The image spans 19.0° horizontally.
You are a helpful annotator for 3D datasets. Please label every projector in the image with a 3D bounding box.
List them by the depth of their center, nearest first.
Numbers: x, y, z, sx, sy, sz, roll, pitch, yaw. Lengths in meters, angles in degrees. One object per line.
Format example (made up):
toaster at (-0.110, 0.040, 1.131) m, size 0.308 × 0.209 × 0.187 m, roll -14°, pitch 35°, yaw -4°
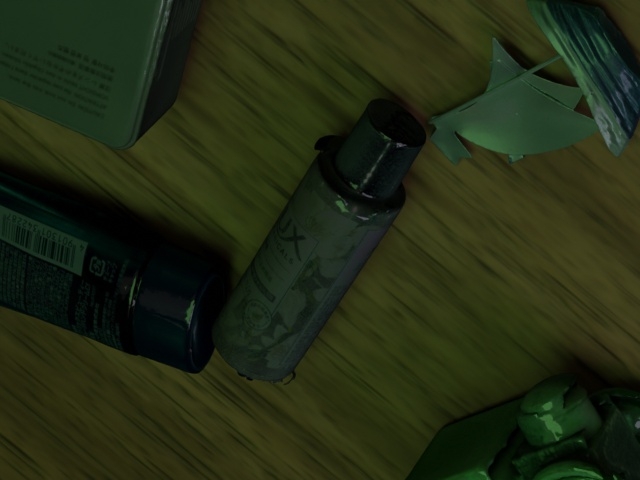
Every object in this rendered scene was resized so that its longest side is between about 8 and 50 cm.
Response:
projector at (-0.196, -0.193, 1.204) m, size 0.256 × 0.099 × 0.192 m, roll 23°, pitch 122°, yaw 9°

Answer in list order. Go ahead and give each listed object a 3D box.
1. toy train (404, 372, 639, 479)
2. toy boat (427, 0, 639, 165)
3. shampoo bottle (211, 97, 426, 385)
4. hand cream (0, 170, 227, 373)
toy train at (0.172, 0.209, 1.251) m, size 0.188 × 0.132 × 0.243 m, roll -27°, pitch 102°, yaw 36°
toy boat at (0.136, -0.079, 1.165) m, size 0.105 × 0.034 × 0.149 m, roll 39°, pitch 123°, yaw 2°
shampoo bottle at (0.000, 0.000, 1.244) m, size 0.072 × 0.072 × 0.214 m, roll 34°, pitch 124°, yaw 2°
hand cream at (-0.196, 0.012, 1.340) m, size 0.270 × 0.061 × 0.120 m, roll 19°, pitch 124°, yaw 18°
